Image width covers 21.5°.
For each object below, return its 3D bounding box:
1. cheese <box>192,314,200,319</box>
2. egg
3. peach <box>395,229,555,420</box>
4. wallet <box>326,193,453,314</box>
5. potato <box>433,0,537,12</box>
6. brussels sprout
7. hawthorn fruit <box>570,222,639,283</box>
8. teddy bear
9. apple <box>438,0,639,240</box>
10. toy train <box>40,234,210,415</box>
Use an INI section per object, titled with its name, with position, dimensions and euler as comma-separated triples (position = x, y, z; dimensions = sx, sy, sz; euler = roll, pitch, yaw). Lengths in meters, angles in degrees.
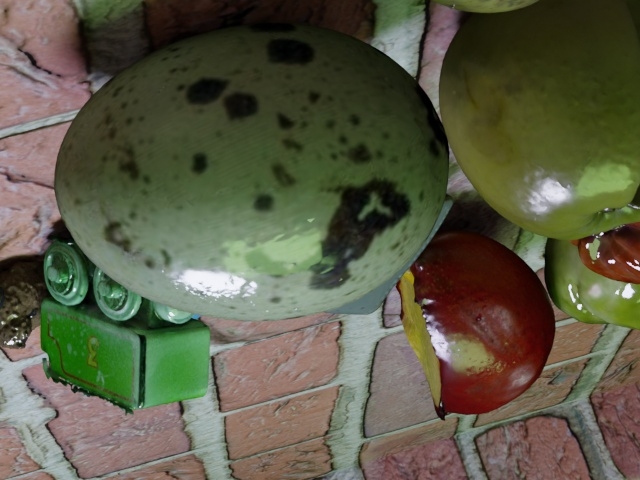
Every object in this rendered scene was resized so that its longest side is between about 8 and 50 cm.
[cheese]
position = -0.203, 0.070, 2.249
dimensions = 0.106, 0.037, 0.256
euler = -19, 160, -1
[egg]
position = -0.063, -0.066, 1.610
dimensions = 0.379, 0.287, 0.287
euler = 1, 157, -12
[peach]
position = 0.219, 0.092, 2.369
dimensions = 0.201, 0.257, 0.361
euler = -18, 148, -1
[wallet]
position = 0.000, 0.000, 2.095
dimensions = 0.360, 0.083, 0.252
euler = 6, 134, -46
[potato]
position = 0.144, -0.268, 1.495
dimensions = 0.149, 0.113, 0.251
euler = -40, 160, 33
[brussels sprout]
position = 0.462, 0.005, 2.335
dimensions = 0.317, 0.242, 0.274
euler = -24, 169, -1
[hawthorn fruit]
position = 0.416, -0.096, 2.029
dimensions = 0.298, 0.277, 0.277
euler = -33, 166, -17
[teddy bear]
position = -0.428, 0.106, 1.999
dimensions = 0.251, 0.129, 0.182
euler = -39, 178, -34
[apple]
position = 0.271, -0.139, 1.749
dimensions = 0.292, 0.254, 0.292
euler = -12, 163, -4
[toy train]
position = -0.229, 0.089, 1.966
dimensions = 0.132, 0.188, 0.243
euler = -6, -164, -42
